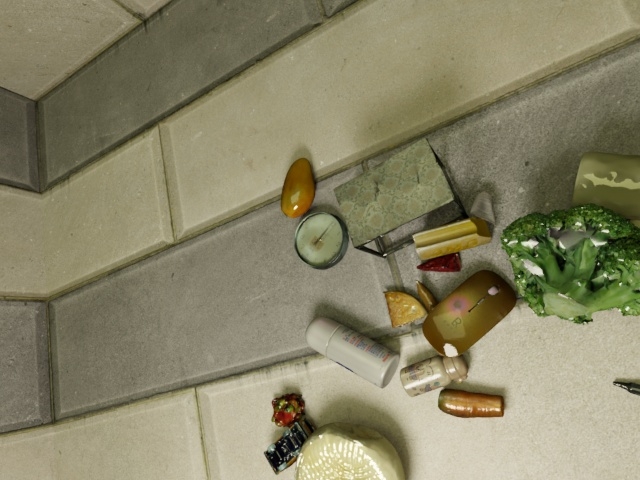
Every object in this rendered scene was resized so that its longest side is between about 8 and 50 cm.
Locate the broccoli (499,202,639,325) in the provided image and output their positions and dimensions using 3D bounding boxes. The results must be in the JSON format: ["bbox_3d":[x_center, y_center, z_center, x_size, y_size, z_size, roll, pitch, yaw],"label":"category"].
[{"bbox_3d":[0.684,0.072,1.189,0.413,0.321,0.310,29,89,24],"label":"broccoli"}]

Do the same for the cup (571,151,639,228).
[{"bbox_3d":[0.817,-0.113,1.233,0.202,0.173,0.255,14,87,31],"label":"cup"}]

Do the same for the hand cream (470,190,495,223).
[{"bbox_3d":[0.521,-0.108,1.424,0.084,0.142,0.053,23,135,2],"label":"hand cream"}]

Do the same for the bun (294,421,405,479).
[{"bbox_3d":[0.104,0.762,1.447,0.364,0.202,0.364,-2,86,23],"label":"bun"}]

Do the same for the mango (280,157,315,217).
[{"bbox_3d":[-0.083,-0.210,1.768,0.138,0.113,0.253,3,76,32],"label":"mango"}]

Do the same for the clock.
[{"bbox_3d":[0.000,0.000,1.721,0.226,0.049,0.226,-5,80,28],"label":"clock"}]

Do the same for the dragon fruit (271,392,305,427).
[{"bbox_3d":[-0.126,0.623,1.655,0.138,0.175,0.142,29,65,19],"label":"dragon fruit"}]

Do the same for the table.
[{"bbox_3d":[0.272,-0.120,1.468,0.335,0.272,0.222,-26,70,21],"label":"table"}]

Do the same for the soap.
[{"bbox_3d":[0.420,-0.007,1.423,0.232,0.140,0.073,-16,73,13],"label":"soap"}]

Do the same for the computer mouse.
[{"bbox_3d":[0.461,0.223,1.378,0.310,0.072,0.158,-40,69,-3],"label":"computer mouse"}]

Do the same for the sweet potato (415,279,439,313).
[{"bbox_3d":[0.390,0.245,1.460,0.067,0.067,0.274,-40,70,17],"label":"sweet potato"}]

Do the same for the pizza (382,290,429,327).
[{"bbox_3d":[0.286,0.244,1.530,0.178,0.041,0.131,13,85,29],"label":"pizza"}]

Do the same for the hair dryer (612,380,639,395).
[{"bbox_3d":[0.893,0.430,1.176,0.195,0.050,0.173,-4,78,32],"label":"hair dryer"}]

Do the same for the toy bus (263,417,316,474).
[{"bbox_3d":[-0.097,0.740,1.606,0.201,0.114,0.098,-49,63,18],"label":"toy bus"}]

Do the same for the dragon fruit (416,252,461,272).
[{"bbox_3d":[0.393,0.072,1.492,0.131,0.097,0.063,-8,73,46],"label":"dragon fruit"}]

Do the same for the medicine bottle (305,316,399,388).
[{"bbox_3d":[0.097,0.377,1.556,0.341,0.130,0.130,23,93,29],"label":"medicine bottle"}]

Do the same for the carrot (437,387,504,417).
[{"bbox_3d":[0.462,0.507,1.370,0.193,0.087,0.087,2,82,22],"label":"carrot"}]

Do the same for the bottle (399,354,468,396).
[{"bbox_3d":[0.369,0.430,1.423,0.209,0.097,0.110,-27,87,22],"label":"bottle"}]
